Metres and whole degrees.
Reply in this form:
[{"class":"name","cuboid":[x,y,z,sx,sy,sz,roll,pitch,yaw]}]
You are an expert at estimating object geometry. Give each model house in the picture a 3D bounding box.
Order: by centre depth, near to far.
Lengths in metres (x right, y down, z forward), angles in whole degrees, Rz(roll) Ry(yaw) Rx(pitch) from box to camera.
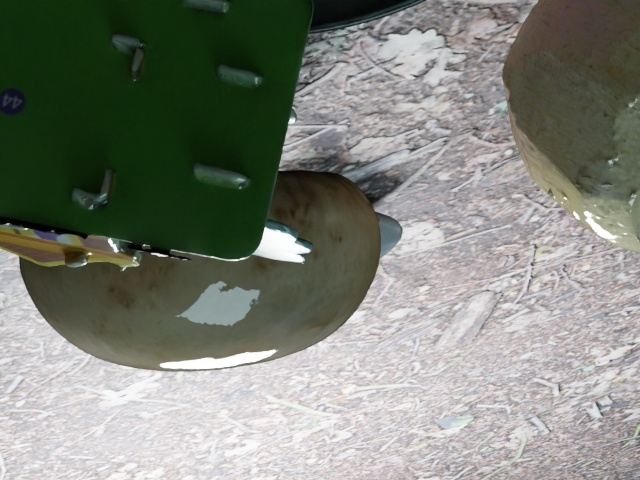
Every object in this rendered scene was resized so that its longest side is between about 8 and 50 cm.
[{"class":"model house","cuboid":[-0.172,-0.088,1.548,0.358,0.242,0.313,9,169,3]}]

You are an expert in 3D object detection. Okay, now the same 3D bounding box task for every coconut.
[{"class":"coconut","cuboid":[0.321,-0.144,1.792,0.297,0.254,0.297,-22,139,-21]}]

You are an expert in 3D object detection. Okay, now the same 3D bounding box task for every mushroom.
[{"class":"mushroom","cuboid":[-0.120,-0.022,1.837,0.362,0.294,0.362,-4,-176,0]}]

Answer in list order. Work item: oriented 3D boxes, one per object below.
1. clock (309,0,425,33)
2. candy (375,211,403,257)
[{"class":"clock","cuboid":[0.013,-0.295,1.492,0.386,0.076,0.386,-13,156,-6]},{"class":"candy","cuboid":[0.000,0.000,2.146,0.138,0.071,0.174,-28,153,27]}]
